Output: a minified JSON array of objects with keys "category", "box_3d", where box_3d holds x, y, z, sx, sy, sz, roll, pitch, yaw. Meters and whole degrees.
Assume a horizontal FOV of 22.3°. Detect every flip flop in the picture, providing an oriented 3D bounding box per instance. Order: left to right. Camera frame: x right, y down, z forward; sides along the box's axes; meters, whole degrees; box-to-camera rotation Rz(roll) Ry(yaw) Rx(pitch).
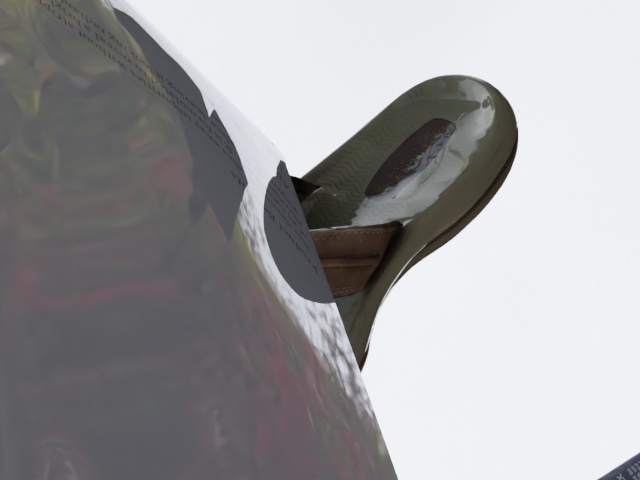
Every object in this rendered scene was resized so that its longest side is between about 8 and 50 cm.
[{"category":"flip flop","box_3d":[0.000,0.000,0.807,0.112,0.080,0.277,26,-119,34]}]

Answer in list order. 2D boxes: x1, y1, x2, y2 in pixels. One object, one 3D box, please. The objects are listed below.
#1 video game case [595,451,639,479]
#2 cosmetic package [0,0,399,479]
[{"category":"video game case","box_3d":[0.212,0.280,1.178,0.274,0.026,0.196,-32,-123,-5]},{"category":"cosmetic package","box_3d":[-0.089,0.063,0.489,0.217,0.156,0.385,44,-163,-35]}]
